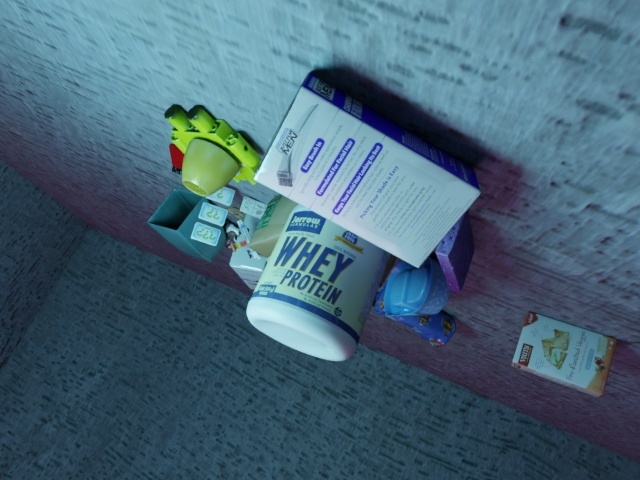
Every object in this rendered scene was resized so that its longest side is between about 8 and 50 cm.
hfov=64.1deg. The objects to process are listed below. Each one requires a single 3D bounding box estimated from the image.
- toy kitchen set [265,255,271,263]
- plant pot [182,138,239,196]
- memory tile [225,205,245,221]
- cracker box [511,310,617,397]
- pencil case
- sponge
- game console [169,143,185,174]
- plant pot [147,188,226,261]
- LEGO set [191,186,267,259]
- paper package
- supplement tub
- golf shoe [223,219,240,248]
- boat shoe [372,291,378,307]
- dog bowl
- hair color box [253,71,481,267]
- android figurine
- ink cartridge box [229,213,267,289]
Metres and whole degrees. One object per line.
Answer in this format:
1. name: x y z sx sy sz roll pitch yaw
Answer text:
1. toy kitchen set: -0.109 0.070 1.424 0.083 0.075 0.068 -31 84 32
2. plant pot: -0.275 -0.162 1.217 0.134 0.095 0.134 23 161 9
3. memory tile: -0.258 -0.075 1.783 0.148 0.012 0.113 34 161 -26
4. cracker box: 0.661 0.308 1.398 0.232 0.156 0.067 17 161 24
5. pencil case: 0.328 0.261 1.789 0.306 0.119 0.133 31 164 -18
6. sponge: 0.299 0.024 1.119 0.031 0.117 0.210 14 160 27
7. game console: -0.353 -0.220 1.481 0.143 0.085 0.124 20 -166 17
8. plant pot: -0.457 -0.038 1.837 0.165 0.166 0.234 13 149 34
9. LEGO set: -0.235 -0.053 1.510 0.244 0.183 0.060 21 162 -14
10. paper package: 0.000 0.000 1.384 0.309 0.168 0.325 32 163 -17
11. supplement tub: 0.011 0.060 1.073 0.235 0.325 0.235 20 158 8
12. golf shoe: -0.324 -0.005 1.980 0.093 0.077 0.198 20 164 15
13. boat shoe: 0.139 0.194 1.920 0.223 0.080 0.073 31 158 -35
14. dog bowl: 0.272 0.137 1.445 0.074 0.166 0.297 16 165 -13
15. hair color box: 0.079 -0.116 0.883 0.338 0.110 0.185 28 121 -11
16. android figurine: -0.254 -0.226 1.258 0.248 0.056 0.273 13 158 35
17. ink cartridge box: -0.187 0.042 1.692 0.117 0.202 0.278 10 161 10
